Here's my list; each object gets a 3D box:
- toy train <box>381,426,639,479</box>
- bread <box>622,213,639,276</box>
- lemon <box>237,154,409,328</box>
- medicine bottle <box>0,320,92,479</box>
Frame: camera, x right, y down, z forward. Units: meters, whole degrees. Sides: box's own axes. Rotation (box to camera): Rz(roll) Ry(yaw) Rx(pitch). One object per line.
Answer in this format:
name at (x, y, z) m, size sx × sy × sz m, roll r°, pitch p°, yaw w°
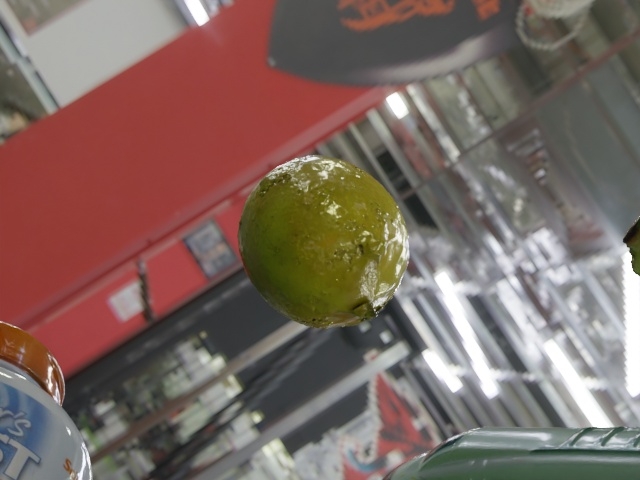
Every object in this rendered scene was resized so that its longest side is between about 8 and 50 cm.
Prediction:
toy train at (0.179, 0.189, 1.071) m, size 0.407 × 0.086 × 0.088 m, roll -7°, pitch -76°, yaw 42°
bread at (0.426, 0.009, 1.268) m, size 0.263 × 0.198 × 0.236 m, roll 31°, pitch 1°, yaw 9°
lemon at (0.000, 0.000, 1.438) m, size 0.206 × 0.173 × 0.173 m, roll 32°, pitch -23°, yaw 40°
medicine bottle at (-0.207, 0.166, 0.730) m, size 0.288 × 0.157 × 0.157 m, roll -87°, pitch 154°, yaw -54°
